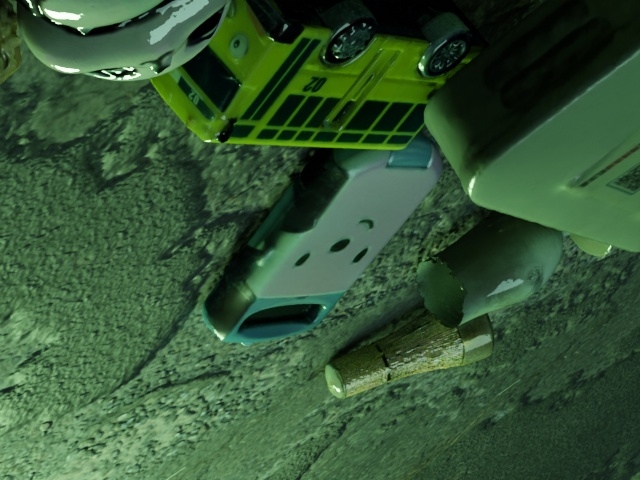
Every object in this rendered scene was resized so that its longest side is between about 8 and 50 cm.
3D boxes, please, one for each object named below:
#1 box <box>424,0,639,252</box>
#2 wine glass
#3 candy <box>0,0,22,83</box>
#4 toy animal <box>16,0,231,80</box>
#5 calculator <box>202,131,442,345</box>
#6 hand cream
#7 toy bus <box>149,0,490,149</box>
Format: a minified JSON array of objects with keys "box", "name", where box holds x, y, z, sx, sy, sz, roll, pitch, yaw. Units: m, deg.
[{"box":[0.325,-0.149,1.349,0.396,0.111,0.396,-37,154,23],"name":"box"},{"box":[0.217,0.016,1.846,0.222,0.103,0.103,-27,153,-24],"name":"wine glass"},{"box":[-0.241,-0.125,1.043,0.095,0.085,0.110,-33,167,11],"name":"candy"},{"box":[-0.116,-0.176,1.037,0.166,0.138,0.179,-19,149,-1],"name":"toy animal"},{"box":[0.000,0.000,1.597,0.173,0.051,0.293,-4,140,-52],"name":"calculator"},{"box":[0.098,0.130,1.925,0.203,0.084,0.084,-22,152,-19],"name":"hand cream"},{"box":[-0.010,-0.146,1.239,0.262,0.128,0.150,-2,139,-52],"name":"toy bus"}]
